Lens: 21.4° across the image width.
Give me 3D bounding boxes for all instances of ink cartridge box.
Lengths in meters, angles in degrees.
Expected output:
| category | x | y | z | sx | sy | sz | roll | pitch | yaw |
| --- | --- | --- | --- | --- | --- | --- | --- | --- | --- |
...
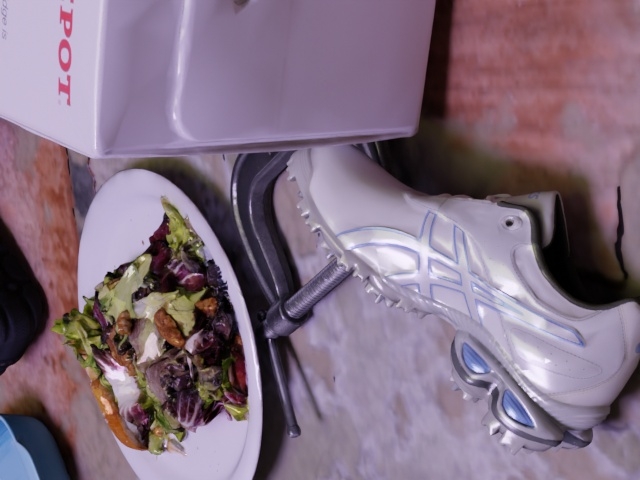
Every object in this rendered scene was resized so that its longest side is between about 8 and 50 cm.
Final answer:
| category | x | y | z | sx | sy | sz | roll | pitch | yaw |
| --- | --- | --- | --- | --- | --- | --- | --- | --- | --- |
| ink cartridge box | -0.080 | -0.146 | 0.734 | 0.232 | 0.168 | 0.171 | 25 | 115 | 48 |

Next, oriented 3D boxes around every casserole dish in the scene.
| category | x | y | z | sx | sy | sz | roll | pitch | yaw |
| --- | --- | --- | --- | --- | --- | --- | --- | --- | --- |
| casserole dish | -0.209 | 0.181 | 1.138 | 0.188 | 0.037 | 0.114 | -42 | 67 | 52 |

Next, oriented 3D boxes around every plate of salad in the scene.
| category | x | y | z | sx | sy | sz | roll | pitch | yaw |
| --- | --- | --- | --- | --- | --- | --- | --- | --- | --- |
| plate of salad | -0.094 | 0.060 | 0.928 | 0.200 | 0.048 | 0.200 | 24 | 119 | 52 |

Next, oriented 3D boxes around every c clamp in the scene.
| category | x | y | z | sx | sy | sz | roll | pitch | yaw |
| --- | --- | --- | --- | --- | --- | --- | --- | --- | --- |
| c clamp | 0.000 | 0.000 | 0.811 | 0.161 | 0.022 | 0.137 | -50 | 56 | 50 |

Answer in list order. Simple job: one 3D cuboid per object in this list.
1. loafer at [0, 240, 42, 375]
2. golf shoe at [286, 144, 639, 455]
| category | x | y | z | sx | sy | sz | roll | pitch | yaw |
| --- | --- | --- | --- | --- | --- | --- | --- | --- | --- |
| loafer | -0.260 | -0.005 | 1.112 | 0.223 | 0.076 | 0.078 | 55 | 131 | 22 |
| golf shoe | 0.063 | 0.003 | 0.694 | 0.176 | 0.069 | 0.086 | 45 | 113 | 22 |
